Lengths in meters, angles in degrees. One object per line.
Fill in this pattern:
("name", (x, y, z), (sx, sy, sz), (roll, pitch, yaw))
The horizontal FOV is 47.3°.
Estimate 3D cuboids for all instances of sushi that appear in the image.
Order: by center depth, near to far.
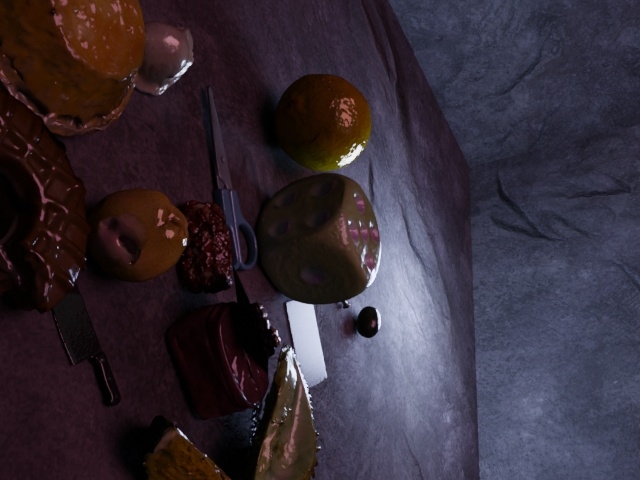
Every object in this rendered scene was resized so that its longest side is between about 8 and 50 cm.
("sushi", (-0.124, 0.179, 1.531), (0.279, 0.043, 0.192), (95, -29, -60))

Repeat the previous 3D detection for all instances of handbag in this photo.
("handbag", (-0.198, 0.240, 1.469), (0.146, 0.136, 0.224), (-43, 115, -69))

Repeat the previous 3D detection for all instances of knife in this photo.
("knife", (-0.397, 0.172, 1.218), (0.072, 0.019, 0.245), (-33, 106, -60))

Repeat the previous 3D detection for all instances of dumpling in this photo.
("dumpling", (-0.340, -0.373, 1.511), (0.111, 0.181, 0.155), (-128, -147, -53))

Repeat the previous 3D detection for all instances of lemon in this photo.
("lemon", (0.008, -0.324, 2.025), (0.293, 0.293, 0.292), (40, 43, -53))

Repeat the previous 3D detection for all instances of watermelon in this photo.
("watermelon", (-0.237, 0.398, 1.309), (0.301, 0.129, 0.123), (64, 27, -44))
("watermelon", (0.150, 0.256, 2.282), (0.078, 0.078, 0.110), (56, 33, -39))

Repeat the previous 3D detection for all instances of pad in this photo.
("pad", (-0.036, 0.272, 1.957), (0.158, 0.003, 0.234), (-5, 83, -65))

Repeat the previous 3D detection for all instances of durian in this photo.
("durian", (-0.104, 0.396, 1.559), (0.198, 0.163, 0.394), (52, 38, -41))

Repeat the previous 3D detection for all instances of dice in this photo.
("dice", (0.000, 0.000, 1.871), (0.249, 0.252, 0.254), (-76, 146, -44))

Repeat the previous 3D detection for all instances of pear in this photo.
("pear", (-0.319, -0.012, 1.291), (0.178, 0.178, 0.177), (40, 43, -53))

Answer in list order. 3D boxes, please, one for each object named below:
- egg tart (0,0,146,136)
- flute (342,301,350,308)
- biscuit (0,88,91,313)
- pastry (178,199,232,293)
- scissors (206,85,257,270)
("egg tart", (-0.423, -0.368, 1.231), (0.388, 0.169, 0.387), (27, 59, -57))
("flute", (0.031, 0.116, 2.151), (0.233, 0.027, 0.027), (59, 30, -34))
("biscuit", (-0.470, -0.079, 1.061), (0.366, 0.115, 0.268), (55, 33, -42))
("pastry", (-0.240, 0.012, 1.542), (0.115, 0.097, 0.208), (44, 38, -66))
("scissors", (-0.229, -0.148, 1.714), (0.193, 0.029, 0.446), (3, 76, -65))
